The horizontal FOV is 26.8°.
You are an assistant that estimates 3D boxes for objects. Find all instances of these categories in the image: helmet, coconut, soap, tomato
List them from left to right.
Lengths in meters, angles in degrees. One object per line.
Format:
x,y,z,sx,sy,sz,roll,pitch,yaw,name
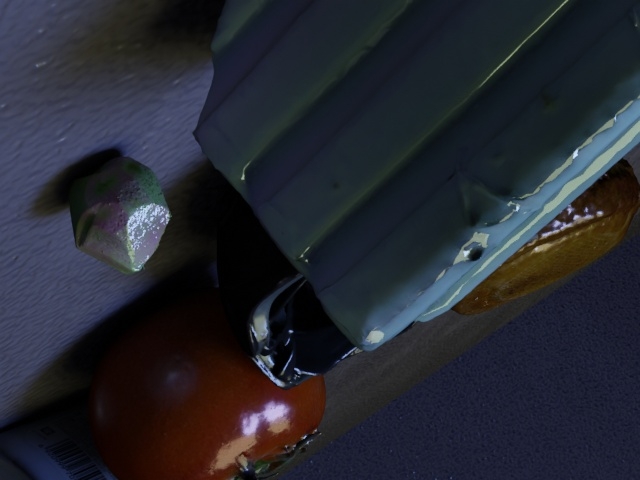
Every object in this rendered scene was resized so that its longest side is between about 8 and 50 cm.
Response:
-0.155,-0.022,1.029,0.082,0.081,0.083,-58,-174,0,coconut
-0.122,0.171,1.442,0.255,0.224,0.256,-30,170,-6,tomato
0.000,0.000,1.285,0.225,0.177,0.305,-24,154,-11,helmet
0.119,-0.169,0.829,0.446,0.261,0.156,-45,164,27,soap

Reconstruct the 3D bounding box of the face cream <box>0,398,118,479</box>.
-0.229,0.246,1.564,0.336,0.163,0.080,-18,143,-56,face cream

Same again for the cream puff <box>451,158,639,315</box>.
0.233,-0.044,1.667,0.303,0.212,0.303,-26,165,-7,cream puff

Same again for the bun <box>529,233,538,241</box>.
0.181,-0.167,1.129,0.360,0.211,0.360,-46,169,-12,bun
